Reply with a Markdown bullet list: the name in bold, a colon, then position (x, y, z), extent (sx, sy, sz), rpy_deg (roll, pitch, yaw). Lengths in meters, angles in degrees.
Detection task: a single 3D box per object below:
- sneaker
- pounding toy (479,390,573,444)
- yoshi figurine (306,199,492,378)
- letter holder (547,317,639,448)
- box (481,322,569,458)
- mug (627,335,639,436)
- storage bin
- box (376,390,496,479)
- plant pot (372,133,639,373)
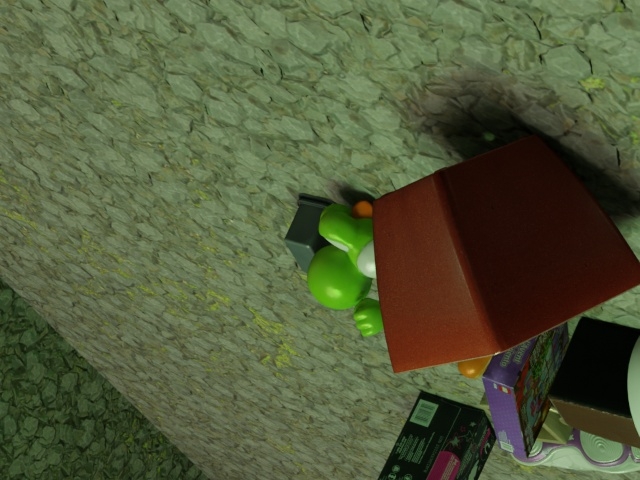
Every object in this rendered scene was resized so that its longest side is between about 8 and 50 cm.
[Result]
- **sneaker**: position (0.517, 0.383, 2.270), extent (0.305, 0.114, 0.152), rpy_deg (-4, 168, 43)
- **pounding toy**: position (0.403, 0.289, 2.179), extent (0.206, 0.094, 0.181), rpy_deg (-3, 142, 50)
- **yoshi figurine**: position (0.126, 0.089, 1.968), extent (0.362, 0.203, 0.203), rpy_deg (35, 163, -6)
- **letter holder**: position (0.554, 0.268, 1.901), extent (0.302, 0.152, 0.214), rpy_deg (12, 153, 34)
- **box**: position (0.344, 0.212, 1.953), extent (0.057, 0.201, 0.293), rpy_deg (19, 155, 24)
- **mug**: position (0.565, 0.131, 1.495), extent (0.374, 0.276, 0.328), rpy_deg (52, 152, 3)
- **storage bin**: position (0.000, 0.000, 2.047), extent (0.098, 0.091, 0.135), rpy_deg (14, 154, 30)
- **box**: position (0.247, 0.478, 2.547), extent (0.163, 0.247, 0.142), rpy_deg (14, 152, 31)
- **plant pot**: position (0.219, 0.009, 1.582), extent (0.267, 0.267, 0.235), rpy_deg (-25, 87, 62)
